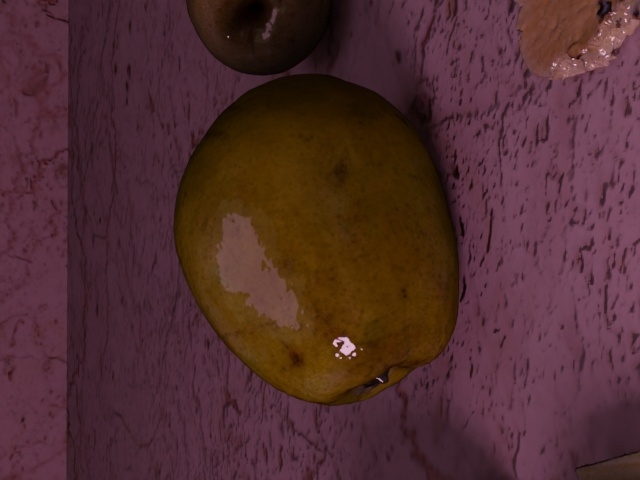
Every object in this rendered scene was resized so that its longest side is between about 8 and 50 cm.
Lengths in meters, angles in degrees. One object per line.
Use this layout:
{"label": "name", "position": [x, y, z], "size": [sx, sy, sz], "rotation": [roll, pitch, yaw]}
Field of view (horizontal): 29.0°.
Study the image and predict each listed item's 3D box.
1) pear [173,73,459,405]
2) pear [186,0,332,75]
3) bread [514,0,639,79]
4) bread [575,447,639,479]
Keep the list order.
{"label": "pear", "position": [0.000, 0.000, 1.119], "size": [0.307, 0.252, 0.253], "rotation": [63, 147, 25]}
{"label": "pear", "position": [-0.068, -0.265, 1.359], "size": [0.137, 0.167, 0.167], "rotation": [-77, 2, -57]}
{"label": "bread", "position": [0.207, -0.230, 0.878], "size": [0.251, 0.038, 0.182], "rotation": [142, 124, -62]}
{"label": "bread", "position": [0.245, 0.184, 0.808], "size": [0.193, 0.036, 0.112], "rotation": [-42, 60, 61]}
